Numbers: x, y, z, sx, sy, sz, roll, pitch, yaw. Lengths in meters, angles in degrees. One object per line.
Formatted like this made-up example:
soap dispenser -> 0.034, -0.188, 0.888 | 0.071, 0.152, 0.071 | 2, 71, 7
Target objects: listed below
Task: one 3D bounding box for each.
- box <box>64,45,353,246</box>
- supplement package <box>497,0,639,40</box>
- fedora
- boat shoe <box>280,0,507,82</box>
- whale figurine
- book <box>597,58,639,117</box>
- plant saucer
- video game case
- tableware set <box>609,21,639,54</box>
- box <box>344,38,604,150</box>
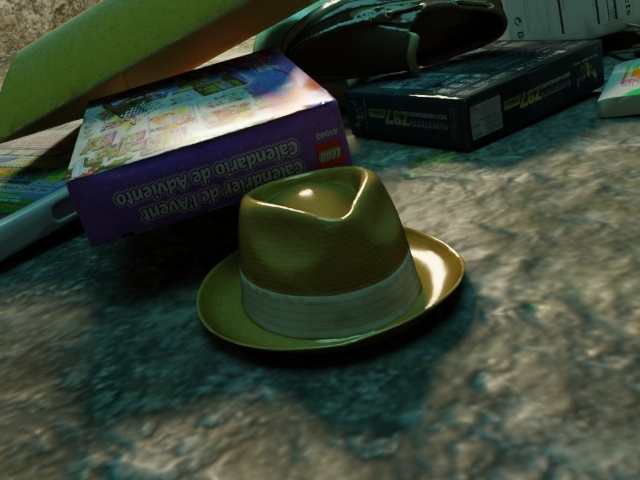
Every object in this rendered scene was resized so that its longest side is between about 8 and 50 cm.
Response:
box -> -0.106, -0.098, 0.683 | 0.201, 0.057, 0.293 | -18, 24, -5
supplement package -> 0.315, -0.358, 1.082 | 0.293, 0.175, 0.177 | -20, 14, -21
fedora -> 0.000, 0.000, 0.515 | 0.194, 0.079, 0.194 | -9, 23, 4
boat shoe -> 0.084, -0.229, 0.869 | 0.258, 0.095, 0.095 | -19, 41, -2
whale figurine -> 0.017, -0.249, 1.032 | 0.216, 0.141, 0.272 | -20, 26, -23
book -> 0.352, -0.164, 0.819 | 0.096, 0.035, 0.144 | -3, 24, 29
plant saucer -> -0.175, -0.237, 0.880 | 0.333, 0.081, 0.333 | -24, 10, 18
video game case -> -0.330, -0.068, 0.862 | 0.329, 0.036, 0.300 | 6, 31, 38
tableware set -> 0.444, -0.258, 0.941 | 0.128, 0.039, 0.194 | -10, 11, 1
box -> 0.172, -0.170, 0.875 | 0.233, 0.059, 0.183 | -26, 27, -32
